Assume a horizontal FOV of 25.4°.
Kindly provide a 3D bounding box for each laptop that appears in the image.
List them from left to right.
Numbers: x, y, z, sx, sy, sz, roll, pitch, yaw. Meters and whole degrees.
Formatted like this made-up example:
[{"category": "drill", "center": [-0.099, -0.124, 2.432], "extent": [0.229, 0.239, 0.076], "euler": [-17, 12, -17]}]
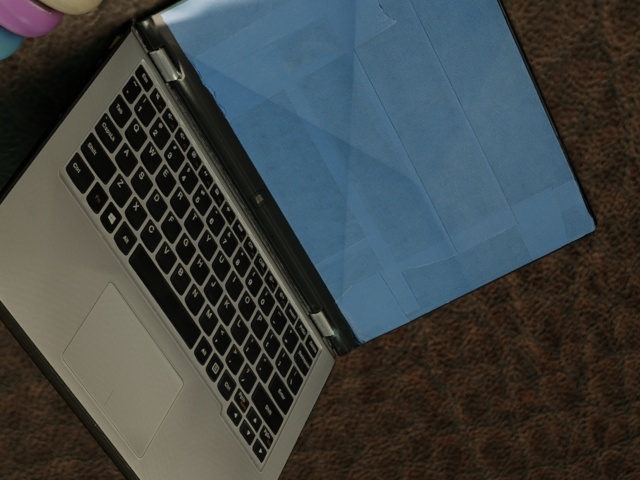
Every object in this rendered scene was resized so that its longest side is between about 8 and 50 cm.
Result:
[{"category": "laptop", "center": [0.000, 0.000, 1.106], "extent": [0.236, 0.408, 0.382], "euler": [-4, 131, 34]}]

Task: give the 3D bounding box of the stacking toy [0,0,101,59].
[{"category": "stacking toy", "center": [-0.319, -0.143, 1.009], "extent": [0.330, 0.141, 0.141], "euler": [-31, 123, 14]}]
